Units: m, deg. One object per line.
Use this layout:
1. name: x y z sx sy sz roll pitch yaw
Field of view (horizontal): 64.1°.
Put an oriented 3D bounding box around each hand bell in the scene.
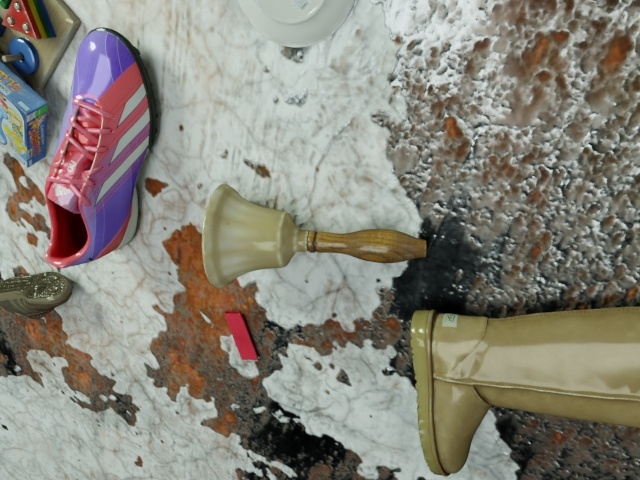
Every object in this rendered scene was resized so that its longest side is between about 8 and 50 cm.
1. hand bell: 0.000 0.000 0.595 0.242 0.126 0.126 2 116 9

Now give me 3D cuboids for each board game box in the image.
1. board game box: -0.462 -0.208 0.691 0.201 0.035 0.136 42 143 -5

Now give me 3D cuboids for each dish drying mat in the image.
1. dish drying mat: -0.117 0.141 0.757 0.032 0.008 0.083 -5 113 28

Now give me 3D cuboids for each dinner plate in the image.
1. dinner plate: -0.030 -0.266 0.509 0.141 0.017 0.141 11 120 19

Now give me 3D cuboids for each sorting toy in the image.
1. sorting toy: -0.386 -0.285 0.644 0.275 0.046 0.132 -36 97 33

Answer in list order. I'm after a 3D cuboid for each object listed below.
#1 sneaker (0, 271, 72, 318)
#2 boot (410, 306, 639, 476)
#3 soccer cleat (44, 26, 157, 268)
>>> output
1. sneaker: -0.482 0.100 0.882 0.189 0.066 0.071 0 131 30
2. boot: 0.245 0.181 0.564 0.270 0.089 0.236 -2 114 24
3. soccer cleat: -0.289 -0.102 0.648 0.109 0.116 0.318 27 123 10
